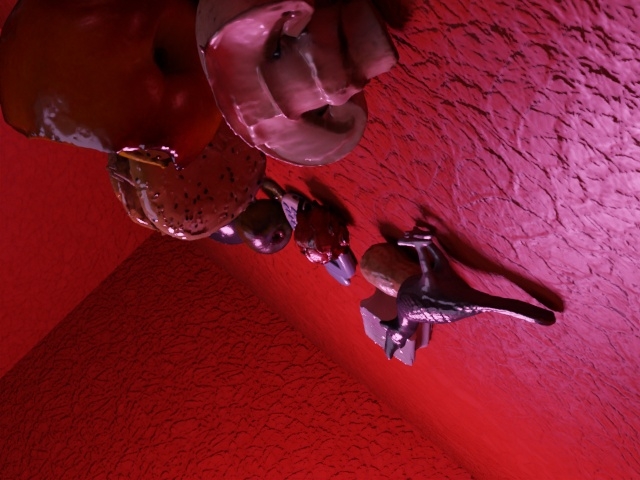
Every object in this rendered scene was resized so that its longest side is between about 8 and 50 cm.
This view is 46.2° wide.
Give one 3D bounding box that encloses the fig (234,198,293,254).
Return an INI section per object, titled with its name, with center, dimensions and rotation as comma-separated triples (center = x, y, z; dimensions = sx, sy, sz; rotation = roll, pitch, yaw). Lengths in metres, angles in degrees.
[fig]
center = -0.178, -0.062, 1.869
dimensions = 0.245, 0.149, 0.149
rotation = 35, 164, 36

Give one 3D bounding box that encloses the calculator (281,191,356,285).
[calculator]
center = 0.000, 0.000, 1.748
dimensions = 0.188, 0.042, 0.303
rotation = 32, 162, 41

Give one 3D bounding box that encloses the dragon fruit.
[dragon fruit]
center = 0.001, -0.017, 1.544
dimensions = 0.121, 0.130, 0.142
rotation = 13, 178, -22

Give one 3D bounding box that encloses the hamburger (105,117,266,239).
[hamburger]
center = -0.283, -0.145, 1.533
dimensions = 0.195, 0.277, 0.318
rotation = 10, 158, 45

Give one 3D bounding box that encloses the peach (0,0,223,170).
[peach]
center = -0.326, -0.284, 1.209
dimensions = 0.335, 0.310, 0.406
rotation = 6, -170, -43

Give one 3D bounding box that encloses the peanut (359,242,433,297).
[peanut]
center = 0.163, 0.074, 1.372
dimensions = 0.228, 0.085, 0.104
rotation = 31, 170, 41

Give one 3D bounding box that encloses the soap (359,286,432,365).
[soap]
center = 0.171, 0.192, 1.710
dimensions = 0.150, 0.094, 0.261
rotation = 40, 167, 20

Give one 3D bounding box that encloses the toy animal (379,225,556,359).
[toy animal]
center = 0.191, 0.073, 1.215
dimensions = 0.367, 0.081, 0.206
rotation = -23, 91, 51

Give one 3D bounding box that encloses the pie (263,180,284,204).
[pie]
center = -0.104, -0.108, 1.769
dimensions = 0.084, 0.021, 0.084
rotation = 42, 168, 11

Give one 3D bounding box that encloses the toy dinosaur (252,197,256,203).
[toy dinosaur]
center = -0.244, -0.180, 1.865
dimensions = 0.120, 0.079, 0.292
rotation = 46, 170, -33

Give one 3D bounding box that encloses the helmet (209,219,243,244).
[helmet]
center = -0.272, -0.075, 2.105
dimensions = 0.279, 0.160, 0.230
rotation = 51, 165, -23

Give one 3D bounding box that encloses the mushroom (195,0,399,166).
[mushroom]
center = -0.026, -0.224, 0.837
dimensions = 0.254, 0.195, 0.189
rotation = 51, -160, -55
